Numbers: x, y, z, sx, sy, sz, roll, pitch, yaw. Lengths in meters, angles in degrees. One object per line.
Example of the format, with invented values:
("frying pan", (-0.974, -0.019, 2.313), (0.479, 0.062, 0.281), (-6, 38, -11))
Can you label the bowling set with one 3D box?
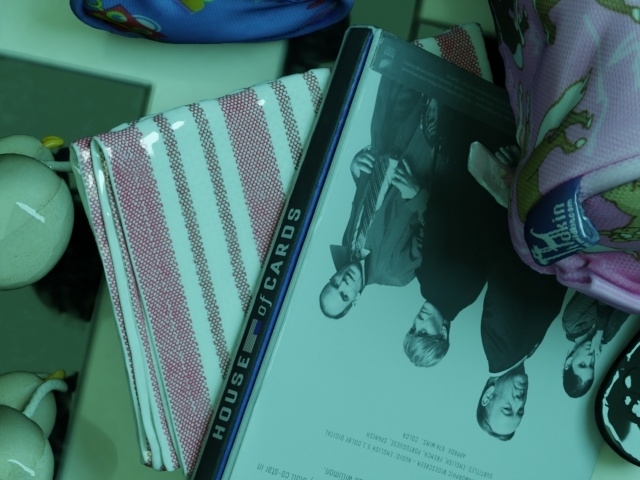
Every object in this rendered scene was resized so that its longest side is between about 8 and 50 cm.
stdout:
("bowling set", (-0.185, 0.103, 0.785), (0.287, 0.154, 0.200), (-29, 104, -4))

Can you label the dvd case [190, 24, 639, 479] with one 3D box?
("dvd case", (0.048, 0.055, 0.781), (0.179, 0.029, 0.239), (22, 85, -31))

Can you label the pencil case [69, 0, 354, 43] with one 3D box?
("pencil case", (-0.042, -0.238, 0.803), (0.119, 0.133, 0.306), (3, 85, -33))

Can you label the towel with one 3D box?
("towel", (0.000, 0.000, 0.780), (0.197, 0.029, 0.144), (-19, 106, -28))

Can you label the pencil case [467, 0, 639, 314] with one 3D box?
("pencil case", (0.119, -0.167, 0.735), (0.167, 0.160, 0.386), (-8, 68, 0))

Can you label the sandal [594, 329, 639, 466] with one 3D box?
("sandal", (0.182, 0.020, 0.808), (0.067, 0.040, 0.179), (35, 72, -2))
